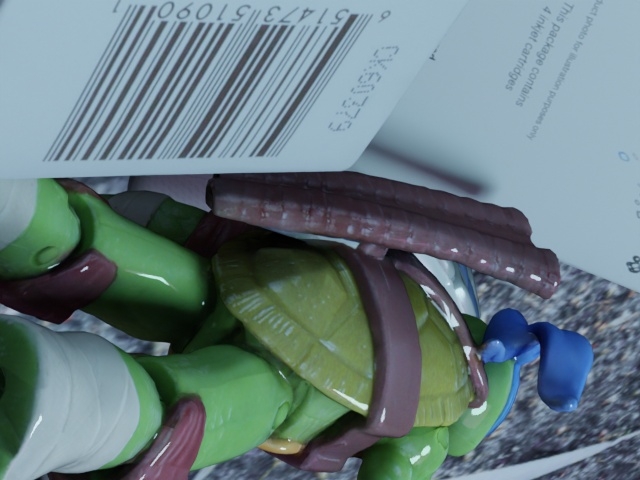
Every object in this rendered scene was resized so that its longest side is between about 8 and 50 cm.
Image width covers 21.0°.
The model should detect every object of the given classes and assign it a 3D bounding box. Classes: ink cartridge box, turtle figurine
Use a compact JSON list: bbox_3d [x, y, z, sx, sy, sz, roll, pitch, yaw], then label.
[{"bbox_3d":[0.153,-0.090,0.649,0.233,0.171,0.168,21,130,-1],"label":"ink cartridge box"},{"bbox_3d":[-0.067,0.069,0.598,0.275,0.197,0.266,-8,161,35],"label":"turtle figurine"}]

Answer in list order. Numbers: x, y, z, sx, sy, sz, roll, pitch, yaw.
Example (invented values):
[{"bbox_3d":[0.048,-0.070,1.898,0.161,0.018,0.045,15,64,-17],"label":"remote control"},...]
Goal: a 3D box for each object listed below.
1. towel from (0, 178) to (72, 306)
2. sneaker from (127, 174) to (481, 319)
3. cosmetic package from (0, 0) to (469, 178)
[{"bbox_3d":[-0.193,-0.004,0.671,0.187,0.049,0.282,1,133,-45],"label":"towel"},{"bbox_3d":[0.000,0.000,0.824,0.129,0.111,0.297,-20,145,7],"label":"sneaker"},{"bbox_3d":[-0.052,-0.133,0.488,0.151,0.183,0.151,-4,144,-39],"label":"cosmetic package"}]
